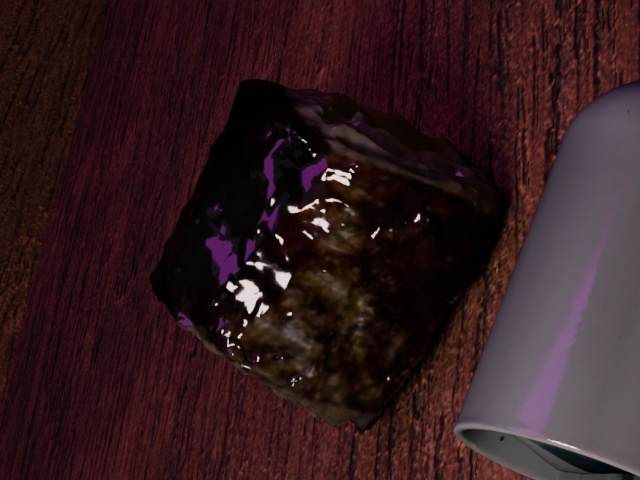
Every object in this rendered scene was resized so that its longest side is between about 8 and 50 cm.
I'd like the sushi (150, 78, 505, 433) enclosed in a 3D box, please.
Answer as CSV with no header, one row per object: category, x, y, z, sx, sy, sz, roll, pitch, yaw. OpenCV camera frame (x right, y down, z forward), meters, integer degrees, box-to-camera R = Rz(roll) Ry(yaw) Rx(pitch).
sushi,-0.001,0.002,1.796,0.294,0.299,0.281,-60,8,14

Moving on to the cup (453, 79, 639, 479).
cup,0.248,0.043,1.338,0.205,0.205,0.312,-6,61,64
